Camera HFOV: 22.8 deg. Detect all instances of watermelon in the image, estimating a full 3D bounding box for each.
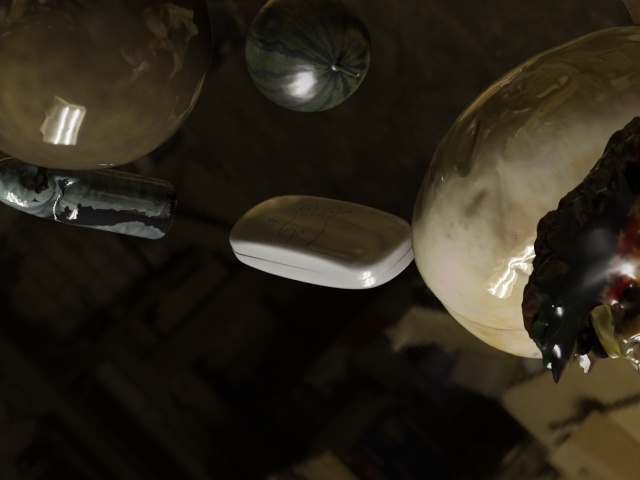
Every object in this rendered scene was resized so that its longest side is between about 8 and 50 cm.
[{"bbox_3d":[-0.004,-0.155,1.308,0.133,0.105,0.105,32,159,55],"label":"watermelon"}]

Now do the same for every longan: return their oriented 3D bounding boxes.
[{"bbox_3d":[-0.187,-0.151,1.231,0.198,0.212,0.198,-18,-90,-90],"label":"longan"}]

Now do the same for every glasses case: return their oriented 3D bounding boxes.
[{"bbox_3d":[0.000,0.000,1.633,0.233,0.092,0.059,14,136,46],"label":"glasses case"}]

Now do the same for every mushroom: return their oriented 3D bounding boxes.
[{"bbox_3d":[0.273,-0.022,1.475,0.353,0.353,0.325,47,-179,-3],"label":"mushroom"}]

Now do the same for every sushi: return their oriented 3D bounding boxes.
[{"bbox_3d":[0.263,0.016,1.144,0.218,0.239,0.225,18,172,8],"label":"sushi"}]

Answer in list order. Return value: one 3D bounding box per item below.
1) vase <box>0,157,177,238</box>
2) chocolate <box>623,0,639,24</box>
[{"bbox_3d":[-0.237,-0.045,1.469,0.211,0.060,0.060,10,-176,-32],"label":"vase"},{"bbox_3d":[0.414,-0.234,1.660,0.254,0.157,0.080,60,166,-21],"label":"chocolate"}]
